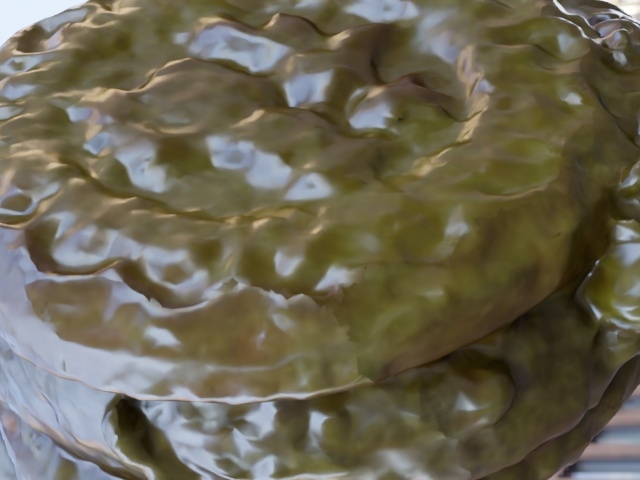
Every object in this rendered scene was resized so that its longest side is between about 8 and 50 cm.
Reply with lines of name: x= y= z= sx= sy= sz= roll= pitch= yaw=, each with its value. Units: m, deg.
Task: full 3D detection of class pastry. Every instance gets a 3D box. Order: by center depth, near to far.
pastry: x=0.000 y=0.000 z=0.531 sx=0.240 sy=0.235 sz=0.132 roll=-109 pitch=11 yaw=-53
